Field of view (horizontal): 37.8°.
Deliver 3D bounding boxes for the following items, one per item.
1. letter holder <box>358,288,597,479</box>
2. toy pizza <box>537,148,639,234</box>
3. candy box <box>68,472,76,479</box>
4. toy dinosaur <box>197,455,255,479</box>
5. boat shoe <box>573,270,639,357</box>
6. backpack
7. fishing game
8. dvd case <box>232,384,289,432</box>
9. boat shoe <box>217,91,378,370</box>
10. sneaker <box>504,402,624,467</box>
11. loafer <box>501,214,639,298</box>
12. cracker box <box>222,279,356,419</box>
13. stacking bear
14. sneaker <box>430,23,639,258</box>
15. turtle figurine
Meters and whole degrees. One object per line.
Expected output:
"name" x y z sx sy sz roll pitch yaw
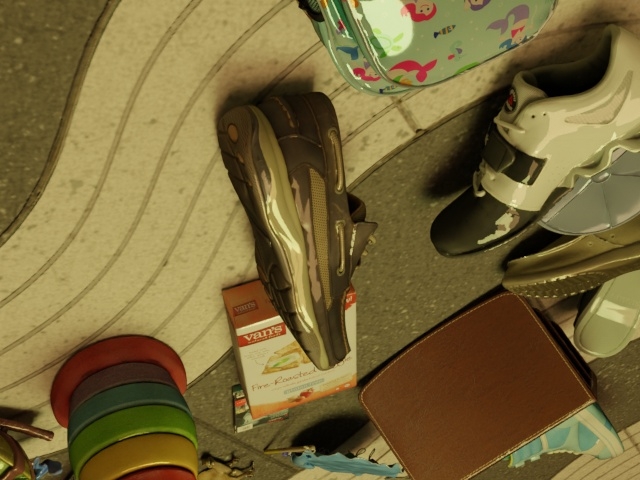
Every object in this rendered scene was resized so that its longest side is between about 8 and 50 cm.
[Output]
"letter holder" 0.237 0.221 1.442 0.302 0.214 0.152 -37 174 16
"toy pizza" 0.346 -0.091 1.173 0.201 0.032 0.201 -6 129 -7
"candy box" -0.338 0.451 1.426 0.183 0.087 0.316 12 130 -40
"toy dinosaur" -0.151 0.388 1.501 0.093 0.053 0.183 -3 133 -3
"boat shoe" 0.467 0.045 1.385 0.114 0.091 0.302 27 129 -7
"backpack" 0.081 -0.234 0.752 0.225 0.191 0.253 -25 149 -1
"fishing game" 0.046 0.356 1.520 0.264 0.041 0.189 19 157 -27
"dvd case" -0.086 0.239 1.371 0.087 0.013 0.119 -14 141 -14
"boat shoe" 0.000 0.000 0.998 0.130 0.132 0.355 -25 133 -12
"sneaker" 0.414 0.349 1.699 0.208 0.127 0.319 -35 133 11
"loafer" 0.377 0.009 1.285 0.269 0.092 0.102 -18 156 20
"cracker box" -0.035 0.133 1.224 0.156 0.067 0.232 -17 142 -10
"stacking bear" -0.214 0.274 1.110 0.175 0.289 0.164 -14 142 -14
"sneaker" 0.231 -0.115 1.047 0.330 0.122 0.146 -39 117 21
"turtle figurine" -0.450 0.299 1.090 0.275 0.198 0.266 -22 140 -9
